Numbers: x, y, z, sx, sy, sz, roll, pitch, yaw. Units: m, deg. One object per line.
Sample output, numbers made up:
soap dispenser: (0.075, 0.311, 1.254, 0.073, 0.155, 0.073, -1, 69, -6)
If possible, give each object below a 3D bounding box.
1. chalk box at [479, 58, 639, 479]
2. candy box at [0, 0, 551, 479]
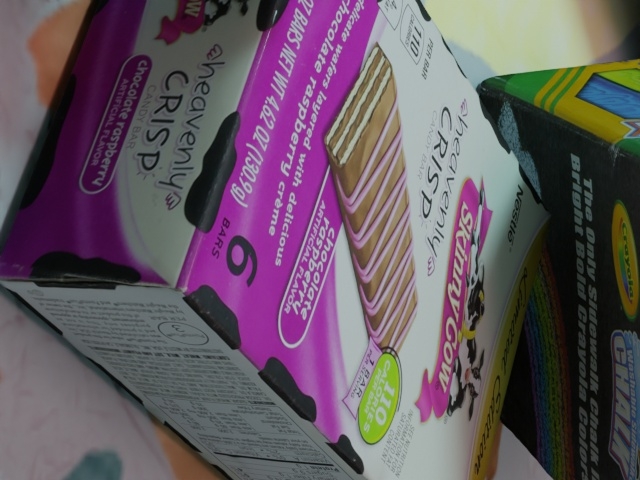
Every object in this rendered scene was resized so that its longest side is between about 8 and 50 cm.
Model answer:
chalk box: (0.192, 0.030, 0.720, 0.289, 0.179, 0.180, -130, -146, -72)
candy box: (0.000, 0.000, 0.620, 0.233, 0.071, 0.159, 50, 50, -52)
